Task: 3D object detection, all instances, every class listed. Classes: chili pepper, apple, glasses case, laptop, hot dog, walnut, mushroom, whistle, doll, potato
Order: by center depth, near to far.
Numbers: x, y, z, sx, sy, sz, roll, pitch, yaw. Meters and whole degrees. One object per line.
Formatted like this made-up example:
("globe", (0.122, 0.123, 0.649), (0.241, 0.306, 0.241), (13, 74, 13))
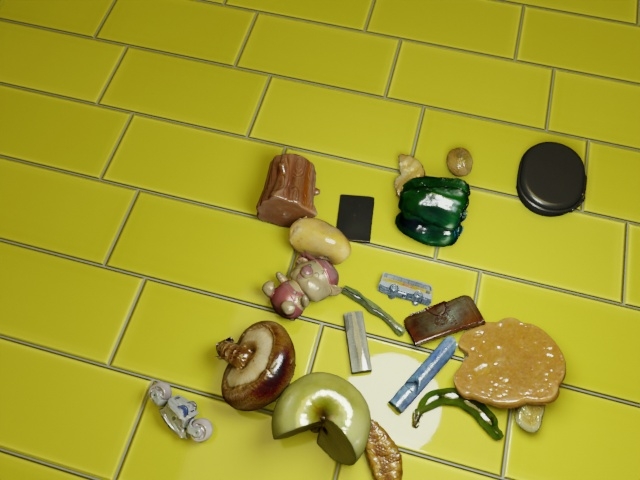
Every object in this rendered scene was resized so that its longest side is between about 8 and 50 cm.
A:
("apple", (0.010, 0.527, 1.708), (0.294, 0.258, 0.234), (16, 66, 5))
("mushroom", (-0.205, 0.399, 1.803), (0.278, 0.163, 0.297), (16, 65, 31))
("hot dog", (0.685, 0.499, 1.807), (0.084, 0.073, 0.243), (24, 66, 7))
("whistle", (0.344, 0.438, 1.850), (0.062, 0.062, 0.304), (41, 73, 17))
("glasses case", (0.125, 0.344, 1.903), (0.070, 0.047, 0.205), (-7, 66, -1))
("doll", (-0.059, 0.154, 1.938), (0.255, 0.152, 0.196), (-34, 82, -18))
("potato", (0.000, 0.000, 1.995), (0.233, 0.150, 0.146), (18, 94, 1))
("chili pepper", (0.402, -0.113, 2.010), (0.256, 0.249, 0.233), (13, 44, 8))
("laptop", (0.129, -0.083, 2.115), (0.135, 0.016, 0.197), (7, 65, 5))
("walnut", (0.533, -0.302, 2.159), (0.105, 0.105, 0.125), (-13, 65, -5))

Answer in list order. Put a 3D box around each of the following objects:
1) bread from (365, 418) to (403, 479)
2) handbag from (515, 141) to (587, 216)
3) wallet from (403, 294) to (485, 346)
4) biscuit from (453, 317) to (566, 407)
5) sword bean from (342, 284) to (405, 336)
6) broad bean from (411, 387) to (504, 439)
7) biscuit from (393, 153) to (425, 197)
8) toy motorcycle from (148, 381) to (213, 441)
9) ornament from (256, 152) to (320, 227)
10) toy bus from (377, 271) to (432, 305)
("bread", (0.197, 0.666, 1.740), (0.104, 0.076, 0.233), (-21, 73, 5))
("handbag", (0.871, -0.229, 2.123), (0.253, 0.093, 0.308), (15, 67, 6))
("wallet", (0.415, 0.270, 1.915), (0.255, 0.031, 0.137), (-18, 46, -5))
("biscuit", (0.599, 0.394, 1.817), (0.350, 0.057, 0.312), (-11, 46, 10))
("sword bean", (0.184, 0.240, 1.954), (0.269, 0.038, 0.043), (37, 83, 16))
("broad bean", (0.442, 0.549, 1.807), (0.291, 0.049, 0.144), (7, 72, 7))
("biscuit", (0.342, -0.237, 2.155), (0.118, 0.061, 0.183), (11, 68, 4))
("toy motorcycle", (-0.456, 0.558, 1.800), (0.254, 0.112, 0.112), (36, 71, 14))
("ornament", (-0.120, -0.189, 2.066), (0.235, 0.221, 0.218), (-5, 59, 22))
("toy bus", (0.298, 0.172, 1.972), (0.190, 0.064, 0.075), (14, 55, 7))
